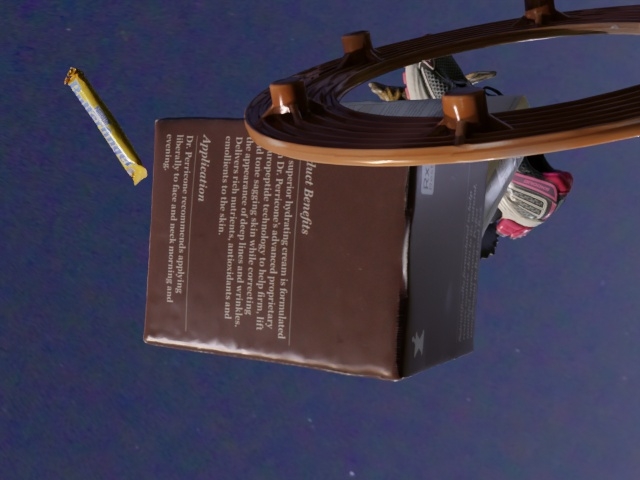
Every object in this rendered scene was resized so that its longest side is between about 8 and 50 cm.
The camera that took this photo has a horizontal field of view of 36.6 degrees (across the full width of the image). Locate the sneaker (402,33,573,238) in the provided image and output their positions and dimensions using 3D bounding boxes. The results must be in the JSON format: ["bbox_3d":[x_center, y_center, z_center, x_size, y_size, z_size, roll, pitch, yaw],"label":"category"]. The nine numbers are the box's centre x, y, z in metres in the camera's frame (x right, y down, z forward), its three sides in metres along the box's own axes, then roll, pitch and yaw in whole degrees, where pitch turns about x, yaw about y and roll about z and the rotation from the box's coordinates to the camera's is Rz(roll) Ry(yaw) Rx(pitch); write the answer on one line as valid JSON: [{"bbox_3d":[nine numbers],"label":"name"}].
[{"bbox_3d":[0.220,-0.153,1.277,0.121,0.112,0.299,-17,-110,-52],"label":"sneaker"}]

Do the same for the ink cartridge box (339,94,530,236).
[{"bbox_3d":[0.064,-0.067,0.891,0.181,0.225,0.056,-55,-46,-42],"label":"ink cartridge box"}]

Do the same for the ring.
[{"bbox_3d":[0.117,-0.113,0.589,0.336,0.336,0.032,-22,-68,-27],"label":"ring"}]

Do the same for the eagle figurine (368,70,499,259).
[{"bbox_3d":[0.131,-0.095,1.420,0.225,0.226,0.298,11,-108,-28],"label":"eagle figurine"}]

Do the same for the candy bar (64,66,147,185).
[{"bbox_3d":[-0.262,-0.141,1.188,0.018,0.040,0.161,-35,-87,-34],"label":"candy bar"}]

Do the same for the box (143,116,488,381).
[{"bbox_3d":[0.000,0.000,0.718,0.167,0.203,0.168,0,-85,-64],"label":"box"}]
